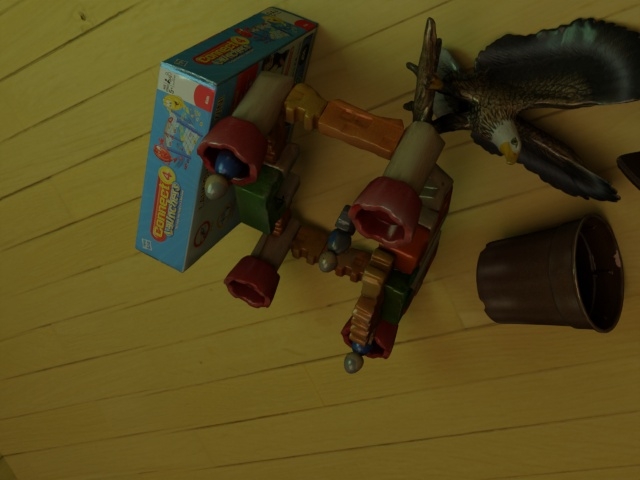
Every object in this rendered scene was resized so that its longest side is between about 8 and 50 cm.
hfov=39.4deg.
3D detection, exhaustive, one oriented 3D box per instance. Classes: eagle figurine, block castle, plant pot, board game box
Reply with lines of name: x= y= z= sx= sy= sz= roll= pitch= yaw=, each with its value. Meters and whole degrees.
eagle figurine: x=0.266 y=-0.170 z=1.198 sx=0.298 sy=0.225 sz=0.226 roll=2 pitch=166 yaw=-5
block castle: x=0.000 y=0.000 z=1.279 sx=0.303 sy=0.213 sz=0.453 roll=23 pitch=153 yaw=12
plant pot: x=0.325 y=0.055 z=1.287 sx=0.165 sy=0.167 sz=0.167 roll=-10 pitch=112 yaw=40
board game box: x=-0.136 y=-0.155 z=1.318 sx=0.086 sy=0.302 sz=0.308 roll=26 pitch=125 yaw=14

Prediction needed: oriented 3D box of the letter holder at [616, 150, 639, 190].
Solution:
letter holder: x=0.468 y=-0.121 z=0.975 sx=0.214 sy=0.302 sz=0.152 roll=-12 pitch=114 yaw=-2
